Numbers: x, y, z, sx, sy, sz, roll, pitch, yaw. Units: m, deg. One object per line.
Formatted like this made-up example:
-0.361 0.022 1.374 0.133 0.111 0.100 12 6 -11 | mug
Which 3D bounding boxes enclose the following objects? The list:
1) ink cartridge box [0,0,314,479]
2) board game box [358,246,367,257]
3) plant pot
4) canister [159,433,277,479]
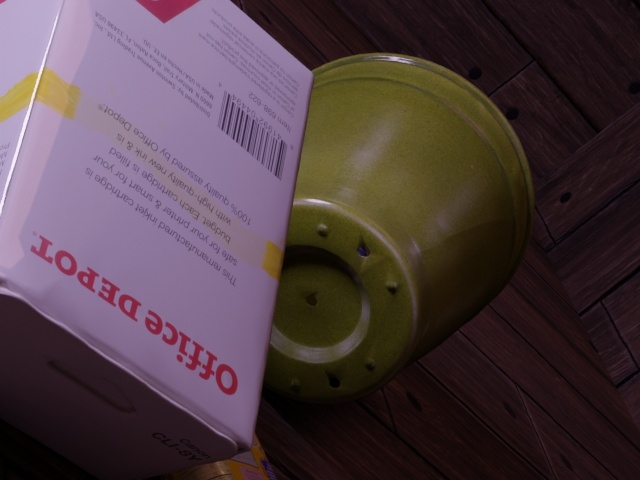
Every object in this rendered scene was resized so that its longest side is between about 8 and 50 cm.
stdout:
-0.171 -0.039 1.221 0.279 0.160 0.385 40 45 -36 | ink cartridge box
0.000 0.000 2.127 0.194 0.060 0.194 48 13 -9 | board game box
0.037 0.008 1.736 0.366 0.366 0.353 49 26 -6 | plant pot
-0.085 0.213 1.321 0.126 0.073 0.170 30 26 -54 | canister
